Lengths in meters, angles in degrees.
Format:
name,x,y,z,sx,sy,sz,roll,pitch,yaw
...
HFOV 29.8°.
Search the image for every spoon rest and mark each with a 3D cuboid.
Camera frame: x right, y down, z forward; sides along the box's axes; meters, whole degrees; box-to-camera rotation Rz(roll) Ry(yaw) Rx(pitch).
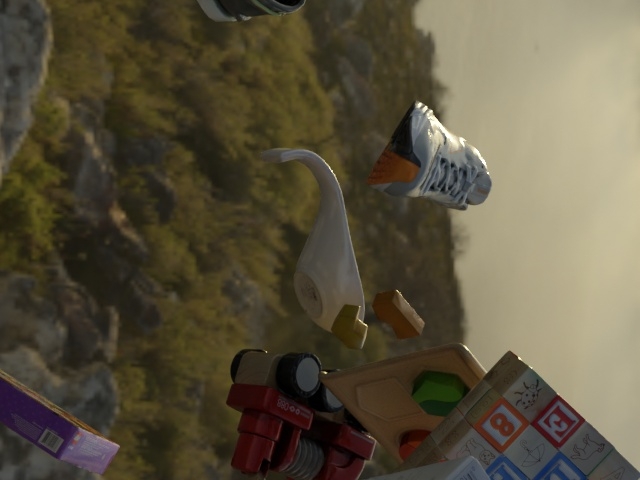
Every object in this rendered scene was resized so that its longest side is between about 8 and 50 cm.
name,x,y,z,sx,sy,sz,roll,pitch,yaw
spoon rest,0.000,0.000,1.620,0.084,0.137,0.276,-25,109,-28

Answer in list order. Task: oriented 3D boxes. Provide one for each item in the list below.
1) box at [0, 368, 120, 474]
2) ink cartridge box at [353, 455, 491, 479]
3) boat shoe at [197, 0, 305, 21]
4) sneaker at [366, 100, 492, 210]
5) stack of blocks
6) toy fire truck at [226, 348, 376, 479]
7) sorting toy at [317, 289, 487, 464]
name,x,y,z,sx,sy,sz,roll,pitch,yaw
box,-0.458,0.243,1.800,0.057,0.293,0.201,-58,165,-11
ink cartridge box,0.019,0.287,1.080,0.223,0.224,0.045,-38,96,-33
boat shoe,-0.097,-0.306,1.087,0.305,0.091,0.109,56,46,-58
sneaker,0.128,-0.079,1.275,0.099,0.121,0.262,-58,176,14
stack of blocks,0.166,0.286,1.266,0.171,0.297,0.087,44,1,-8
toy fire truck,-0.026,0.284,1.548,0.217,0.158,0.246,35,65,-42
sorting toy,0.107,0.184,1.426,0.307,0.229,0.041,49,45,-29
